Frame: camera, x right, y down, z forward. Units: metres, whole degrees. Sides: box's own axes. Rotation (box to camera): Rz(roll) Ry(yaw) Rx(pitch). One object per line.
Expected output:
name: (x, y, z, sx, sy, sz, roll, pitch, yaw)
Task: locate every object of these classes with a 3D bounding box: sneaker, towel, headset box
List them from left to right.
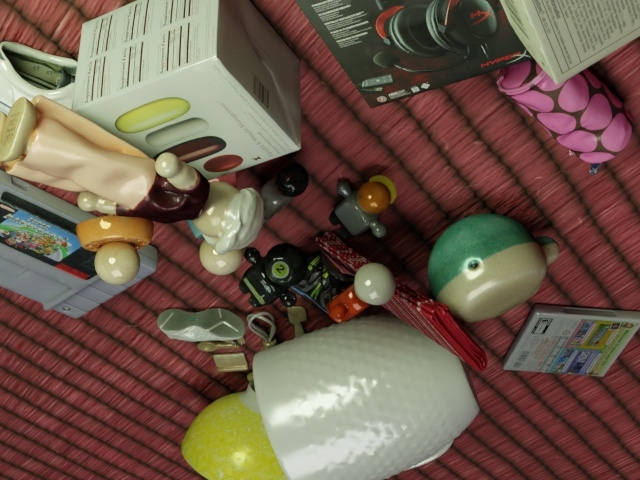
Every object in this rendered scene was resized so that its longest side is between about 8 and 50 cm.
sneaker: (-0.306, -0.174, 1.492, 0.258, 0.094, 0.091, 17, 143, -26)
sneaker: (-0.201, 0.149, 2.029, 0.152, 0.054, 0.061, 5, 153, 7)
sneaker: (0.003, 0.061, 1.811, 0.188, 0.067, 0.078, 25, 156, 41)
towel: (0.126, 0.092, 1.802, 0.275, 0.031, 0.199, 33, 170, 41)
headset box: (0.091, -0.296, 1.287, 0.218, 0.110, 0.293, -15, 144, 21)

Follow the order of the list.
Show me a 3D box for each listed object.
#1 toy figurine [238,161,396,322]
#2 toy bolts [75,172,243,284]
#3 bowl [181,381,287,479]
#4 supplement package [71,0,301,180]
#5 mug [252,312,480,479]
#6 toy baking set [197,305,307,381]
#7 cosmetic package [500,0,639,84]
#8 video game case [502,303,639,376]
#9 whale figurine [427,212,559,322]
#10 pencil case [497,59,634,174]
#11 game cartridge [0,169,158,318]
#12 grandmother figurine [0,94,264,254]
toy figurine: (0.000, 0.000, 1.650, 0.213, 0.210, 0.148, 13, 156, -19)
toy bolts: (-0.209, -0.016, 1.621, 0.228, 0.159, 0.218, -7, 170, -1)
bowl: (-0.102, 0.356, 2.214, 0.289, 0.289, 0.156, 14, 103, -20)
supplement package: (-0.157, -0.186, 1.422, 0.203, 0.149, 0.194, -17, 143, 24)
mug: (0.104, 0.292, 2.028, 0.328, 0.276, 0.374, -21, 137, 7)
toy baking set: (-0.103, 0.190, 2.104, 0.256, 0.030, 0.197, -20, 142, 28)
cosmetic package: (0.324, -0.311, 1.169, 0.309, 0.113, 0.160, -31, 140, 5)
video game case: (0.444, 0.179, 2.093, 0.193, 0.023, 0.212, 5, 146, -7)
whale figurine: (0.260, 0.041, 1.810, 0.216, 0.141, 0.272, -33, 161, 15)
pencil case: (0.308, -0.174, 1.498, 0.098, 0.095, 0.209, -9, 147, 43)
game cartridge: (-0.452, 0.006, 1.802, 0.355, 0.068, 0.230, 28, 142, -36)
grandmother figurine: (-0.210, -0.069, 1.382, 0.342, 0.104, 0.208, 21, 169, -32)
